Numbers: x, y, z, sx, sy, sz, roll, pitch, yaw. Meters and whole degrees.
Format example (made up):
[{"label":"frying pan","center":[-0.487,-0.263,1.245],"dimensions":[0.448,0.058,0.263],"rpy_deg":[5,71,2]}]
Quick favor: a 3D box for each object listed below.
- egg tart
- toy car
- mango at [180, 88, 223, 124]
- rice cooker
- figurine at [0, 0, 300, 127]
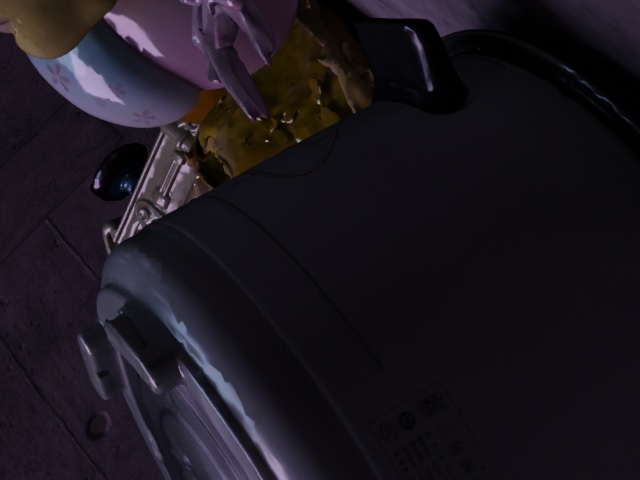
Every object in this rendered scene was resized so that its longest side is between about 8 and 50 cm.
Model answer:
[{"label":"egg tart","center":[0.000,0.000,0.881],"dimensions":[0.315,0.120,0.315],"rpy_deg":[158,90,-81]},{"label":"toy car","center":[-0.054,-0.050,1.238],"dimensions":[0.204,0.248,0.198],"rpy_deg":[42,-144,19]},{"label":"mango","center":[-0.068,-0.135,0.988],"dimensions":[0.089,0.115,0.165],"rpy_deg":[20,-171,27]},{"label":"rice cooker","center":[0.053,0.055,0.546],"dimensions":[0.280,0.227,0.241],"rpy_deg":[65,162,-17]},{"label":"figurine","center":[-0.116,-0.131,0.643],"dimensions":[0.284,0.206,0.316],"rpy_deg":[64,-164,17]}]
